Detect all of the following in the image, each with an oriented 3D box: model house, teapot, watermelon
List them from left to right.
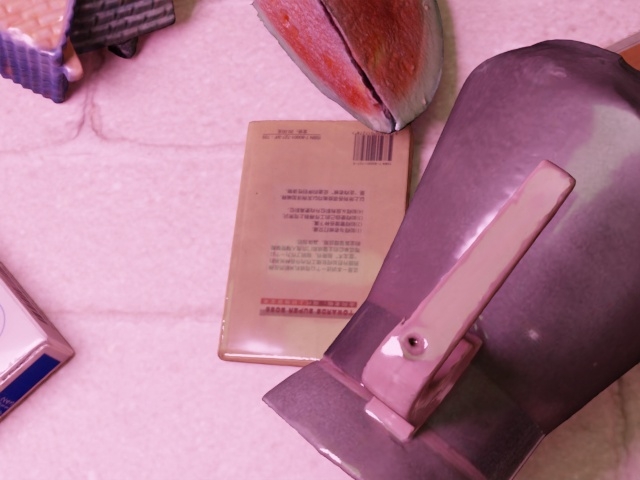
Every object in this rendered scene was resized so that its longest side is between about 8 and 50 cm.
[{"bbox_3d":[-0.244,-0.227,0.984,0.182,0.166,0.172,-26,83,-16],"label":"model house"},{"bbox_3d":[0.010,-0.178,0.915,0.136,0.202,0.207,-41,45,35],"label":"watermelon"},{"bbox_3d":[0.135,0.040,0.738,0.253,0.300,0.344,35,82,19],"label":"teapot"}]

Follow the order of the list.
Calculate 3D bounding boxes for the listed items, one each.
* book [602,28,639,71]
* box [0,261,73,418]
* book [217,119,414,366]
[{"bbox_3d":[0.350,-0.133,0.911,0.241,0.018,0.170,-25,69,1],"label":"book"},{"bbox_3d":[-0.410,0.047,0.948,0.200,0.065,0.343,-42,69,-7],"label":"box"},{"bbox_3d":[0.000,0.000,0.917,0.161,0.026,0.231,2,70,11],"label":"book"}]
